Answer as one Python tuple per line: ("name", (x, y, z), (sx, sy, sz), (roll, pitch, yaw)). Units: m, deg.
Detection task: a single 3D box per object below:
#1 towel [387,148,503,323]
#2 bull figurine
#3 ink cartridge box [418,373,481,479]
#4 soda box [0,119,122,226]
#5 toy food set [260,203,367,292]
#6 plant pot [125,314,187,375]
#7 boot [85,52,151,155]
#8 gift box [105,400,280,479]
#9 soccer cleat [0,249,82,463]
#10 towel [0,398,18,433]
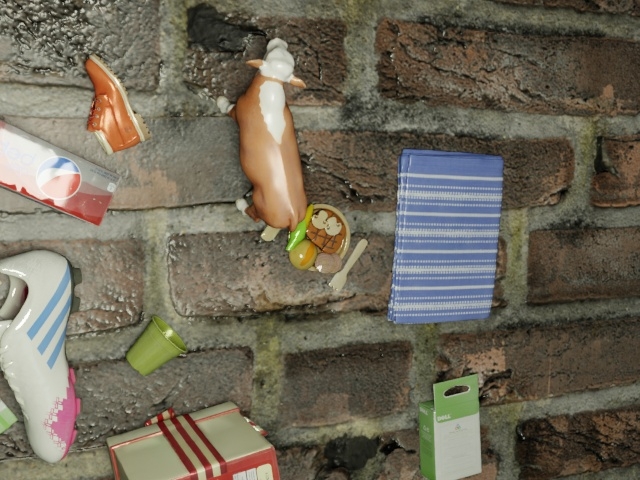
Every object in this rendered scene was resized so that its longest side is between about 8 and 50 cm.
("towel", (0.245, -0.006, 1.610), (0.243, 0.040, 0.336), (-1, 99, -26))
("bull figurine", (-0.090, -0.167, 1.345), (0.101, 0.188, 0.310), (-10, 101, -24))
("ink cartridge box", (0.257, 0.369, 1.645), (0.109, 0.062, 0.209), (-7, 100, -24))
("soda box", (-0.445, -0.114, 1.248), (0.263, 0.083, 0.092), (26, 85, -25))
("toy food set", (0.000, 0.000, 1.491), (0.192, 0.038, 0.132), (36, 82, -24))
("plant pot", (-0.279, 0.182, 1.372), (0.079, 0.083, 0.083), (-43, 112, -1))
("boot", (-0.341, -0.212, 1.299), (0.085, 0.059, 0.158), (-30, 109, -13))
("gift box", (-0.183, 0.425, 1.343), (0.276, 0.258, 0.255), (-8, 101, -24))
("soccer cleat", (-0.450, 0.179, 1.260), (0.143, 0.116, 0.331), (0, 89, -45))
("towel", (-0.563, 0.259, 1.281), (0.113, 0.023, 0.152), (-37, 112, -13))
